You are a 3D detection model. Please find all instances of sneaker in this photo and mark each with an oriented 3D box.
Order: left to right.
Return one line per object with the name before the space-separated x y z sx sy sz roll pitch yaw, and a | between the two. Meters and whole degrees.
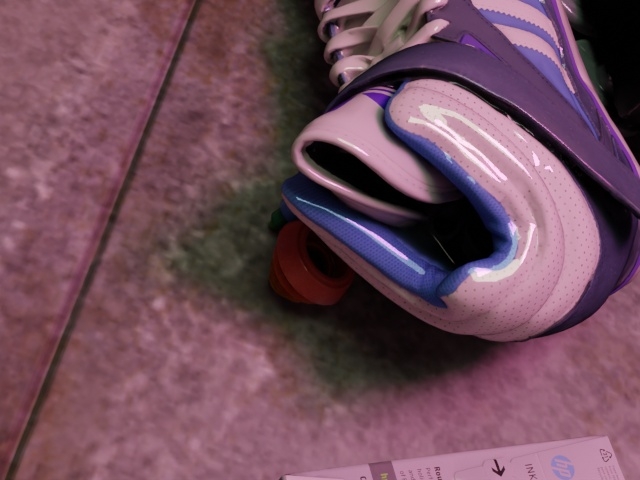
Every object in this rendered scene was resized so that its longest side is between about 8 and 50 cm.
sneaker | 0.046 -0.094 0.597 0.236 0.130 0.322 -7 63 -58

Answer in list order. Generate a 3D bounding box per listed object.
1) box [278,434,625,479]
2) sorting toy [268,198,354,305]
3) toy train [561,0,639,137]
box | 0.078 0.171 0.526 0.186 0.038 0.145 -3 59 -25
sorting toy | 0.000 0.000 0.616 0.061 0.042 0.102 55 39 -2
toy train | 0.258 -0.188 0.807 0.190 0.142 0.333 14 52 -28
